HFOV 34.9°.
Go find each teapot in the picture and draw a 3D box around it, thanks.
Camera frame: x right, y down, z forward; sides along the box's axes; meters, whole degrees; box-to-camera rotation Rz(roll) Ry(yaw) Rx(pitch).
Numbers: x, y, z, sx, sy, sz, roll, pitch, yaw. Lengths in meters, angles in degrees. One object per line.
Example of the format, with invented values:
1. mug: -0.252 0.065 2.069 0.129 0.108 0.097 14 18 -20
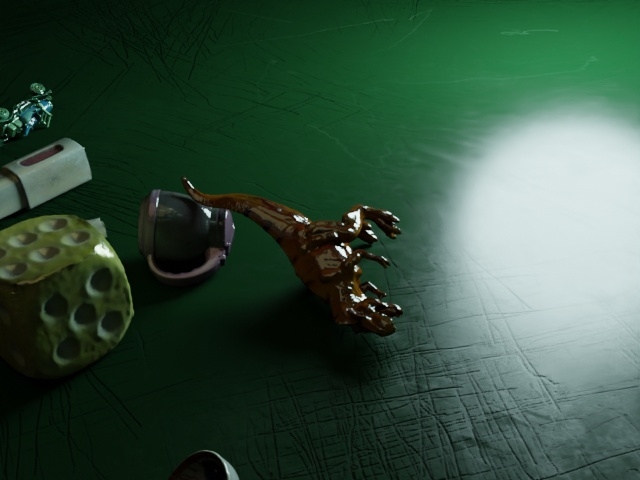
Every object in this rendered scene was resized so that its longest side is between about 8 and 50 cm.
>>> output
1. teapot: -0.206 -0.010 1.564 0.146 0.116 0.148 3 29 -3

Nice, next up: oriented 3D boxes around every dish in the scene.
1. dish: -0.113 0.305 1.096 0.141 0.078 0.141 -34 41 36

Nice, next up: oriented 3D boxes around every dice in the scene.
1. dice: -0.374 0.075 1.407 0.166 0.169 0.169 24 44 38

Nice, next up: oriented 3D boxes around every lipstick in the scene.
1. lipstick: -0.530 -0.093 1.779 0.253 0.077 0.079 -31 40 -31

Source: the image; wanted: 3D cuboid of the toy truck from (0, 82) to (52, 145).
1. toy truck: -0.590 -0.241 2.031 0.078 0.080 0.154 32 43 8

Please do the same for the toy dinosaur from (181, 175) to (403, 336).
1. toy dinosaur: 0.000 0.000 1.505 0.208 0.097 0.432 -26 46 -32

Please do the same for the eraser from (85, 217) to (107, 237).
1. eraser: -0.453 0.031 1.552 0.230 0.038 0.157 -28 10 -28
